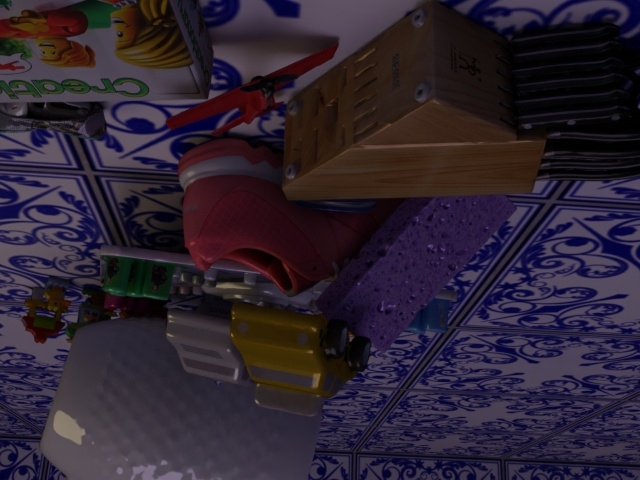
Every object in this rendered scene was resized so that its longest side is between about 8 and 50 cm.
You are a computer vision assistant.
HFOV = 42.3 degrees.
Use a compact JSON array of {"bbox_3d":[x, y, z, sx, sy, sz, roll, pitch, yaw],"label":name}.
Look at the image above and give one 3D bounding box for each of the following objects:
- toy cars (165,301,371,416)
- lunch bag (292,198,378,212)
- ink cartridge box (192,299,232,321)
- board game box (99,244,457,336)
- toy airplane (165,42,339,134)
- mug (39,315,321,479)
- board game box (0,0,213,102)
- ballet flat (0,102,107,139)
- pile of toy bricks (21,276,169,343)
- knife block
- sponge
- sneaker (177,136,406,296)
[{"bbox_3d":[-0.067,0.126,0.856,0.177,0.087,0.394,18,167,-23],"label":"toy cars"},{"bbox_3d":[0.020,-0.066,0.781,0.099,0.067,0.065,6,158,-12],"label":"lunch bag"},{"bbox_3d":[-0.149,0.141,1.312,0.104,0.061,0.181,11,157,-21],"label":"ink cartridge box"},{"bbox_3d":[-0.082,0.077,1.049,0.390,0.050,0.390,8,171,-14],"label":"board game box"},{"bbox_3d":[-0.055,-0.111,0.660,0.151,0.028,0.151,-24,-173,3],"label":"toy airplane"},{"bbox_3d":[-0.209,0.288,1.122,0.328,0.373,0.276,18,162,-13],"label":"mug"},{"bbox_3d":[-0.244,-0.166,0.576,0.306,0.053,0.193,0,159,5],"label":"board game box"},{"bbox_3d":[-0.248,-0.116,0.733,0.115,0.041,0.041,4,158,-6],"label":"ballet flat"},{"bbox_3d":[-0.332,0.129,1.242,0.212,0.105,0.118,13,155,-25],"label":"pile of toy bricks"},{"bbox_3d":[0.134,-0.088,0.688,0.242,0.088,0.276,18,152,-33],"label":"knife block"},{"bbox_3d":[0.099,0.013,0.834,0.210,0.031,0.117,-48,138,4],"label":"sponge"},{"bbox_3d":[-0.001,0.000,0.854,0.314,0.136,0.116,11,157,-22],"label":"sneaker"}]
